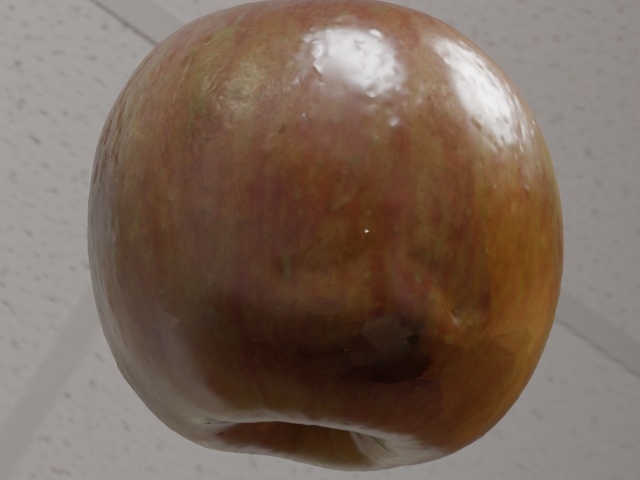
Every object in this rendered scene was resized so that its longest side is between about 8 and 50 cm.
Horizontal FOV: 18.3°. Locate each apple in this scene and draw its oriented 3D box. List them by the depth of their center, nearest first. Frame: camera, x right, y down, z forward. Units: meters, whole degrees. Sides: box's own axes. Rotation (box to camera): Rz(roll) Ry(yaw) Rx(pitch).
[{"bbox_3d":[0.000,0.000,0.860,0.211,0.211,0.187,23,-115,-32],"label":"apple"}]
